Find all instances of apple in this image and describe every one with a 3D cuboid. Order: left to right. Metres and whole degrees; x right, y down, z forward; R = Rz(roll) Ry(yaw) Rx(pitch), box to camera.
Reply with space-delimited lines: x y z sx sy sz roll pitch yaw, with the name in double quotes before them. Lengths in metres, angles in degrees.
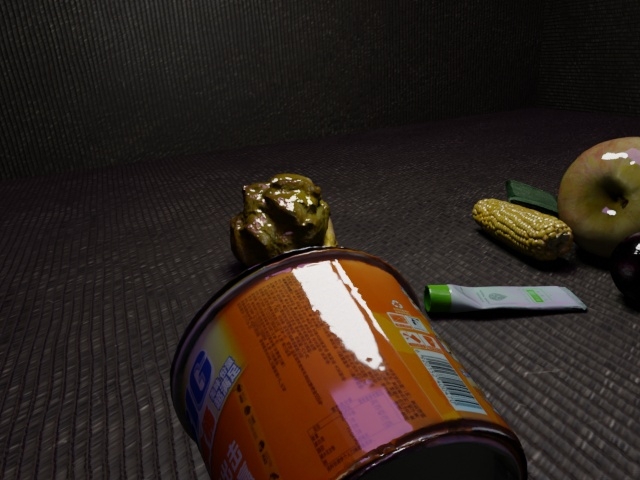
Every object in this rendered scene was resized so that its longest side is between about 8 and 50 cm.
"apple" 0.637 -0.085 1.039 0.257 0.256 0.234 16 16 41

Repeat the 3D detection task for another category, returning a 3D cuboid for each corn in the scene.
"corn" 0.447 -0.025 1.125 0.102 0.101 0.310 -9 15 -11

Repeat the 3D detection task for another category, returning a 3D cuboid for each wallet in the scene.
"wallet" 0.555 -0.097 1.297 0.160 0.055 0.236 27 23 8

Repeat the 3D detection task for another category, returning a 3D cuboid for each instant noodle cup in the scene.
"instant noodle cup" 0.023 0.179 0.458 0.297 0.296 0.214 -11 30 -18

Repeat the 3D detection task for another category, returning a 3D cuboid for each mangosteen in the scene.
"mangosteen" 0.579 0.052 0.856 0.137 0.137 0.151 -9 19 -13

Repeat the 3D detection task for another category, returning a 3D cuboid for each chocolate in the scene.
"chocolate" 0.000 0.000 1.187 0.086 0.085 0.219 -5 25 -3

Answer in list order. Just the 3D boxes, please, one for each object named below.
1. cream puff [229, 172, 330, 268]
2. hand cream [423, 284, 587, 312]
"cream puff" -0.093 -0.043 1.125 0.245 0.196 0.244 -11 21 4
"hand cream" 0.327 0.105 0.901 0.276 0.050 0.078 0 48 -3
